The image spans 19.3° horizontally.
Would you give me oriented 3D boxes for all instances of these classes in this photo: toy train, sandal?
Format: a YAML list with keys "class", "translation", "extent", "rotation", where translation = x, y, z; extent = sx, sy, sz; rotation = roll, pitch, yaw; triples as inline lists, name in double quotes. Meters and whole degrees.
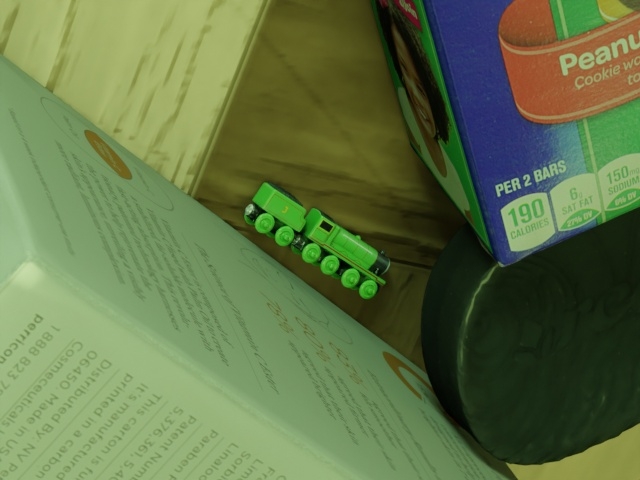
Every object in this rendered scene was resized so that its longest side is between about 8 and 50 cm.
- class: "toy train"
  translation: [0.000, 0.000, 0.855]
  extent: [0.083, 0.017, 0.023]
  rotation: [32, 92, -33]
- class: "sandal"
  translation: [0.258, -0.015, 0.872]
  extent: [0.446, 0.107, 0.167]
  rotation: [-29, 124, -17]

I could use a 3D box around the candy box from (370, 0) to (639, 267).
- class: "candy box"
  translation: [0.135, -0.188, 0.735]
  extent: [0.268, 0.122, 0.317]
  rotation: [-24, 124, -7]

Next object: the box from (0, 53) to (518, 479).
- class: "box"
  translation: [-0.065, 0.098, 0.765]
  extent: [0.168, 0.215, 0.345]
  rotation: [-47, 124, 9]
